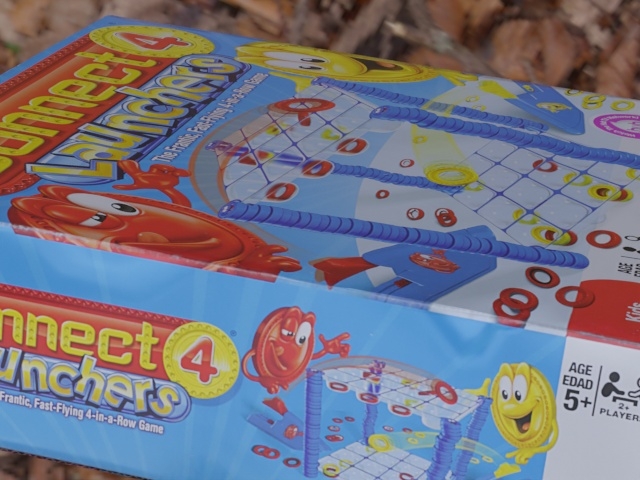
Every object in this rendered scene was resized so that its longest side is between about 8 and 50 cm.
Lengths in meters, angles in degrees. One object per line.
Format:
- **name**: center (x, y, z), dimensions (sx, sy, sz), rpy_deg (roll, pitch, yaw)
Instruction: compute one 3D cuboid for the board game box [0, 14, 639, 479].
- **board game box**: center (0.000, 0.000, 0.716), dimensions (0.301, 0.308, 0.086), rpy_deg (10, 111, 10)
